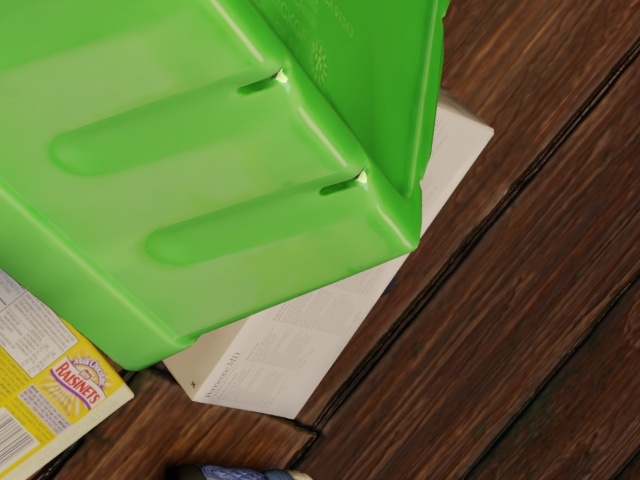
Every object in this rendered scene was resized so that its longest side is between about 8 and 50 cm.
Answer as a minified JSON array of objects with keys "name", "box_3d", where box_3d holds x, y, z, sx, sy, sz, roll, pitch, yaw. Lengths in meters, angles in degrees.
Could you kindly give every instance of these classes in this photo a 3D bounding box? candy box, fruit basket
[{"name":"candy box","box_3d":[-0.197,0.070,1.026,0.105,0.027,0.206,-39,141,-8]},{"name":"fruit basket","box_3d":[-0.165,-0.099,0.778,0.392,0.283,0.392,7,152,4]}]

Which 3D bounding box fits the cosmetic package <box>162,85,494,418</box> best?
[{"name":"cosmetic package","box_3d":[0.000,0.000,1.097,0.099,0.060,0.239,16,114,-48]}]

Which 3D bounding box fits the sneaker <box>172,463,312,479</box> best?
[{"name":"sneaker","box_3d":[-0.138,0.281,1.216,0.147,0.130,0.330,24,105,-34]}]
